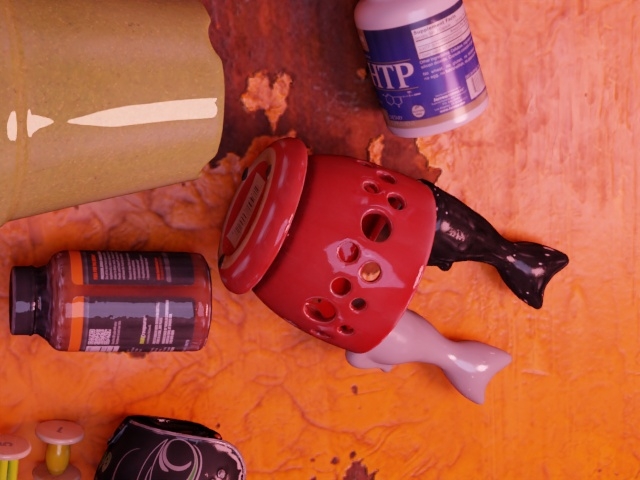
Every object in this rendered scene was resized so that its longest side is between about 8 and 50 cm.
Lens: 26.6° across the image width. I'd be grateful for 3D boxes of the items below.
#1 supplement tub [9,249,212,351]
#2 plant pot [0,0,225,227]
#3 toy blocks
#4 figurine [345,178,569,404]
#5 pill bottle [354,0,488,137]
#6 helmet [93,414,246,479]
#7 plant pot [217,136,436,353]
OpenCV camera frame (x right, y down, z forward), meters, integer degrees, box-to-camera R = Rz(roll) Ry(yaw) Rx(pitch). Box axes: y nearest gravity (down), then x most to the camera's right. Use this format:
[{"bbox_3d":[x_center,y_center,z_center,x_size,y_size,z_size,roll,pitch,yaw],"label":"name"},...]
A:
[{"bbox_3d":[-0.215,0.061,1.379,0.197,0.106,0.106,2,107,-16],"label":"supplement tub"},{"bbox_3d":[-0.235,-0.136,1.244,0.253,0.276,0.276,-6,110,-27],"label":"plant pot"},{"bbox_3d":[-0.309,0.274,1.431,0.123,0.054,0.148,-10,114,-46],"label":"toy blocks"},{"bbox_3d":[0.150,0.068,1.500,0.209,0.092,0.215,24,101,-26],"label":"figurine"},{"bbox_3d":[0.096,-0.209,1.374,0.112,0.112,0.187,-22,112,-8],"label":"pill bottle"},{"bbox_3d":[-0.158,0.277,1.437,0.169,0.169,0.162,13,88,-19],"label":"helmet"},{"bbox_3d":[0.000,0.000,1.375,0.174,0.191,0.191,22,101,-19],"label":"plant pot"}]
